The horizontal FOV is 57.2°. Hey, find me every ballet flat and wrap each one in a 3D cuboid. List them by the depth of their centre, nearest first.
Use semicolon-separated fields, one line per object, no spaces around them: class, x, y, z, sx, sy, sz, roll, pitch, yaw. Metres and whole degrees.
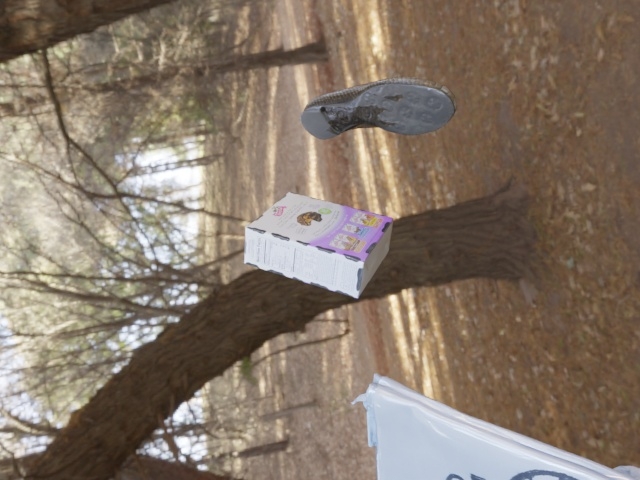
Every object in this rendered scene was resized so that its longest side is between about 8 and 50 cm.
ballet flat;0.072;-0.177;0.769;0.250;0.058;0.084;2;137;48

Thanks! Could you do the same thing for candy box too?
candy box;0.000;0.000;0.950;0.165;0.196;0.070;-47;-32;-56

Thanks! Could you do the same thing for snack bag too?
snack bag;0.189;0.260;0.430;0.037;0.342;0.323;-48;-38;-42
